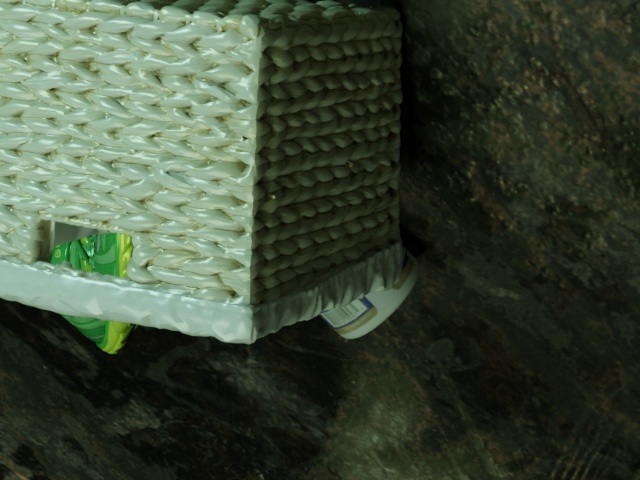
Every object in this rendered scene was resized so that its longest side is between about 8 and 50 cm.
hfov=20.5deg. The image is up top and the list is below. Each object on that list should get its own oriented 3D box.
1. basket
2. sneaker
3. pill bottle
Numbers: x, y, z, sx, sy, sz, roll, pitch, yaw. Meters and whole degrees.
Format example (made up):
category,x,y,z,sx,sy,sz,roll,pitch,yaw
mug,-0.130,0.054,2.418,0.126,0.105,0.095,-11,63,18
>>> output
category,x,y,z,sx,sy,sz,roll,pitch,yaw
basket,-0.120,-0.086,1.560,0.328,0.331,0.266,10,102,24
sneaker,-0.245,0.023,1.969,0.123,0.109,0.295,25,141,2
pill bottle,0.000,0.000,1.785,0.186,0.112,0.112,45,139,-15
